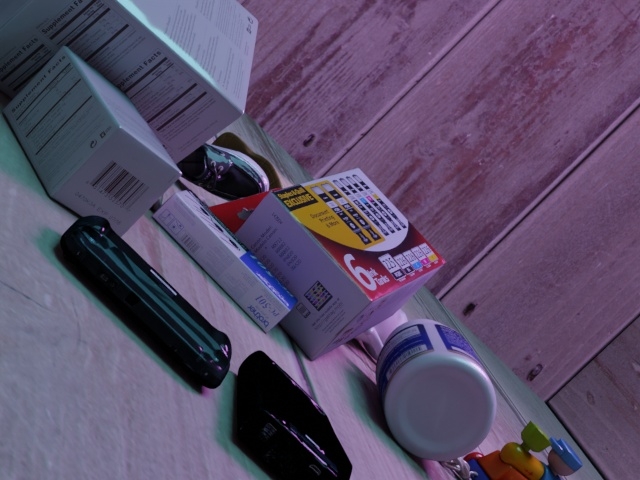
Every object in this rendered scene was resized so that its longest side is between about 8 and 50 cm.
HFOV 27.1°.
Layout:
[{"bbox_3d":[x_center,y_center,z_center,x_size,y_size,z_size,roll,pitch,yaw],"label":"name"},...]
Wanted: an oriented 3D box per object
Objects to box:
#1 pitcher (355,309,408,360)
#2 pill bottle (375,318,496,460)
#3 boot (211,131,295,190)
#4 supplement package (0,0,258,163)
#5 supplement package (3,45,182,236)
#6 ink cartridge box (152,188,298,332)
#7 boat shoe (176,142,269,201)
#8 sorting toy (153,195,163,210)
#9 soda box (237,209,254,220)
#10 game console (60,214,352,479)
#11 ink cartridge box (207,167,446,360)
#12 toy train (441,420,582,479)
[{"bbox_3d":[0.080,0.126,2.126,0.207,0.125,0.178,56,12,-48],"label":"pitcher"},{"bbox_3d":[0.157,0.202,1.896,0.153,0.153,0.265,45,6,-8],"label":"pill bottle"},{"bbox_3d":[-0.083,-0.071,2.397,0.203,0.095,0.262,42,3,-43],"label":"boot"},{"bbox_3d":[-0.240,-0.238,1.581,0.262,0.198,0.199,40,33,-28],"label":"supplement package"},{"bbox_3d":[-0.245,-0.105,1.417,0.105,0.105,0.179,38,10,-44],"label":"supplement package"},{"bbox_3d":[-0.120,0.024,1.700,0.207,0.046,0.097,46,7,0],"label":"ink cartridge box"},{"bbox_3d":[-0.181,-0.117,2.005,0.228,0.080,0.076,34,19,-14],"label":"boat shoe"},{"bbox_3d":[-0.263,-0.153,1.738,0.208,0.038,0.193,50,13,-20],"label":"sorting toy"},{"bbox_3d":[-0.097,-0.019,2.064,0.058,0.063,0.183,42,7,-16],"label":"soda box"},{"bbox_3d":[-0.104,0.109,1.267,0.361,0.044,0.213,45,4,-9],"label":"game console"},{"bbox_3d":[0.000,0.000,1.890,0.272,0.130,0.309,47,23,9],"label":"ink cartridge box"},{"bbox_3d":[0.281,0.324,1.975,0.248,0.143,0.105,41,7,-39],"label":"toy train"}]
